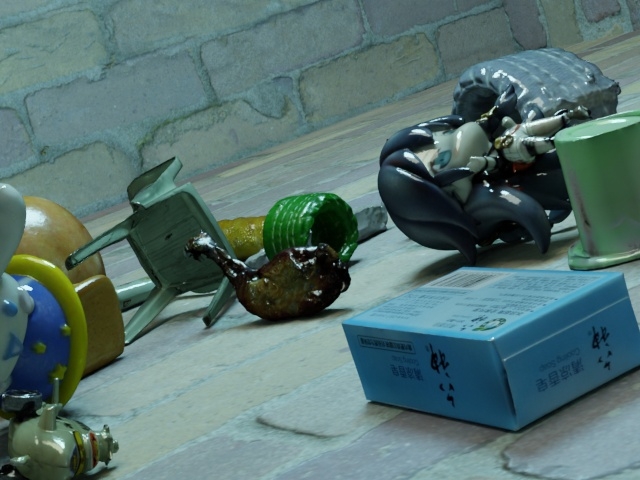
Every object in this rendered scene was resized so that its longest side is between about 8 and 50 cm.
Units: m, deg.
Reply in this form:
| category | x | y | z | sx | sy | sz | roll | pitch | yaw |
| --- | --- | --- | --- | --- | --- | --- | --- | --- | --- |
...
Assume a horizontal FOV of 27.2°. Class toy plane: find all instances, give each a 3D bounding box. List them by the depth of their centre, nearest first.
| category | x | y | z | sx | sy | sz | roll | pitch | yaw |
| --- | --- | --- | --- | --- | --- | --- | --- | --- | --- |
| toy plane | -0.261 | 0.184 | 1.279 | 0.108 | 0.092 | 0.286 | 2 | 3 | -21 |

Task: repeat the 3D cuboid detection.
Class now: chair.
| category | x | y | z | sx | sy | sz | roll | pitch | yaw |
| --- | --- | --- | --- | --- | --- | --- | --- | --- | --- |
| chair | -0.221 | 0.012 | 1.848 | 0.190 | 0.203 | 0.274 | -26 | 10 | 25 |

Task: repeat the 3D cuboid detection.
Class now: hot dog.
| category | x | y | z | sx | sy | sz | roll | pitch | yaw |
| --- | --- | --- | --- | --- | --- | --- | --- | --- | --- |
| hot dog | -0.167 | 0.002 | 2.196 | 0.289 | 0.068 | 0.083 | -8 | 20 | 40 |

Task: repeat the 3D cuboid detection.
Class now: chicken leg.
| category | x | y | z | sx | sy | sz | roll | pitch | yaw |
| --- | --- | --- | --- | --- | --- | --- | --- | --- | --- |
| chicken leg | -0.068 | 0.044 | 1.636 | 0.253 | 0.106 | 0.051 | 8 | 16 | 36 |

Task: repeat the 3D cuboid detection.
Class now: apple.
| category | x | y | z | sx | sy | sz | roll | pitch | yaw |
| --- | --- | --- | --- | --- | --- | --- | --- | --- | --- |
| apple | -0.425 | 0.050 | 1.901 | 0.253 | 0.253 | 0.253 | -17 | 9 | 3 |

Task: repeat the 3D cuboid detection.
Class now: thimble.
| category | x | y | z | sx | sy | sz | roll | pitch | yaw |
| --- | --- | --- | --- | --- | --- | --- | --- | --- | --- |
| thimble | -0.015 | -0.006 | 1.822 | 0.090 | 0.118 | 0.130 | -4 | 42 | 40 |
| thimble | 0.313 | -0.175 | 1.919 | 0.172 | 0.205 | 0.236 | -20 | 9 | -22 |

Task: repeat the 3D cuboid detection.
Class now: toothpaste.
| category | x | y | z | sx | sy | sz | roll | pitch | yaw |
| --- | --- | --- | --- | --- | --- | --- | --- | --- | --- |
| toothpaste | -0.243 | 0.065 | 2.071 | 0.233 | 0.038 | 0.060 | -20 | 13 | -30 |

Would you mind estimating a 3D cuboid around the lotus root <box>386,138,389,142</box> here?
| category | x | y | z | sx | sy | sz | roll | pitch | yaw |
| --- | --- | --- | --- | --- | --- | --- | --- | --- | --- |
| lotus root | 0.176 | -0.079 | 1.857 | 0.159 | 0.135 | 0.095 | -5 | 10 | -6 |

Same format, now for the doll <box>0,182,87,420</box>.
| category | x | y | z | sx | sy | sz | roll | pitch | yaw |
| --- | --- | --- | --- | --- | --- | --- | --- | --- | --- |
| doll | -0.355 | 0.074 | 1.432 | 0.160 | 0.311 | 0.243 | 21 | 18 | 31 |

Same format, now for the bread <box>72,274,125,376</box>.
| category | x | y | z | sx | sy | sz | roll | pitch | yaw |
| --- | --- | --- | --- | --- | --- | --- | --- | --- | --- |
| bread | -0.334 | 0.124 | 1.640 | 0.077 | 0.116 | 0.200 | -2 | 17 | 43 |

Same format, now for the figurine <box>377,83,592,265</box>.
| category | x | y | z | sx | sy | sz | roll | pitch | yaw |
| --- | --- | --- | --- | --- | --- | --- | --- | --- | --- |
| figurine | 0.200 | -0.075 | 1.597 | 0.265 | 0.197 | 0.175 | 10 | 22 | 34 |

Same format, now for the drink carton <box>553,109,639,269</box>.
| category | x | y | z | sx | sy | sz | roll | pitch | yaw |
| --- | --- | --- | --- | --- | --- | --- | --- | --- | --- |
| drink carton | 0.321 | -0.060 | 1.437 | 0.144 | 0.142 | 0.146 | -16 | 11 | 13 |

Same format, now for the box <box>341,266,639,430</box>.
| category | x | y | z | sx | sy | sz | roll | pitch | yaw |
| --- | --- | --- | --- | --- | --- | --- | --- | --- | --- |
| box | 0.140 | 0.084 | 1.116 | 0.143 | 0.083 | 0.232 | -22 | 12 | -27 |

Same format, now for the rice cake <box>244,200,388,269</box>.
| category | x | y | z | sx | sy | sz | roll | pitch | yaw |
| --- | --- | --- | --- | --- | --- | --- | --- | --- | --- |
| rice cake | 0.000 | 0.000 | 1.942 | 0.270 | 0.055 | 0.049 | -26 | 14 | -38 |
